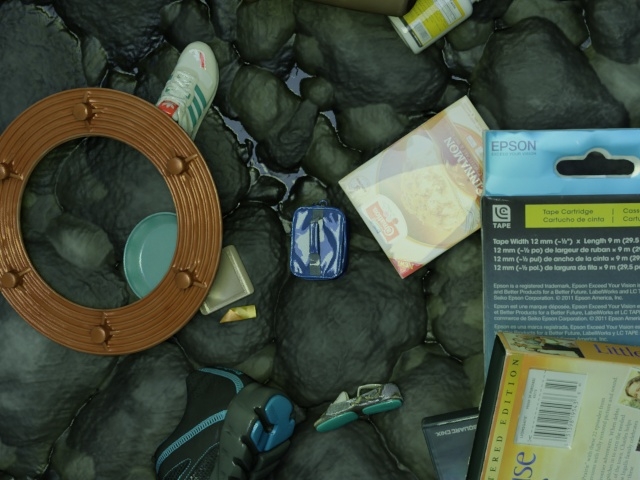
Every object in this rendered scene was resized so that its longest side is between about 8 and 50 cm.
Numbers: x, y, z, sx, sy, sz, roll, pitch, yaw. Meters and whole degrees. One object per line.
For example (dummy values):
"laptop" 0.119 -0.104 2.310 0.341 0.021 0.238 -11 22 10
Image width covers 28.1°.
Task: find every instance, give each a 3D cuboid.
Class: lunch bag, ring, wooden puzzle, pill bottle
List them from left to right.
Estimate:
"ring" -0.280 -0.020 1.580 0.337 0.032 0.336 2 98 17
"wooden puzzle" -0.127 0.051 1.605 0.079 0.014 0.116 -18 86 3
"lunch bag" 0.000 0.000 1.562 0.067 0.065 0.098 2 89 8
"pill bottle" 0.144 -0.284 1.554 0.116 0.065 0.065 -35 84 5

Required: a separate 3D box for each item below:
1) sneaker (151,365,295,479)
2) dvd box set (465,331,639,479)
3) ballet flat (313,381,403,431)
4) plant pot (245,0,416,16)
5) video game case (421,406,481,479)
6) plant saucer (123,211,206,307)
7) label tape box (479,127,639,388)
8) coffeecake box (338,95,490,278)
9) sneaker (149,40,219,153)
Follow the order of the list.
"sneaker" -0.144 0.318 1.563 0.140 0.125 0.340 24 94 35
"dvd box set" 0.372 0.269 1.409 0.421 0.062 0.307 6 108 -6
"ballet flat" 0.044 0.200 1.567 0.114 0.041 0.041 -19 85 6
"plant pot" 0.025 -0.373 1.479 0.229 0.263 0.263 24 91 6
"video game case" 0.246 0.308 1.478 0.196 0.026 0.274 -13 109 12
"plant saucer" -0.190 0.024 1.598 0.119 0.021 0.119 -1 88 25
"label tape box" 0.308 0.035 1.450 0.249 0.115 0.347 -1 104 8
"coffeecake box" 0.138 -0.063 1.545 0.185 0.068 0.142 -34 85 5
"sneaker" -0.172 -0.172 1.587 0.057 0.075 0.161 21 91 8
